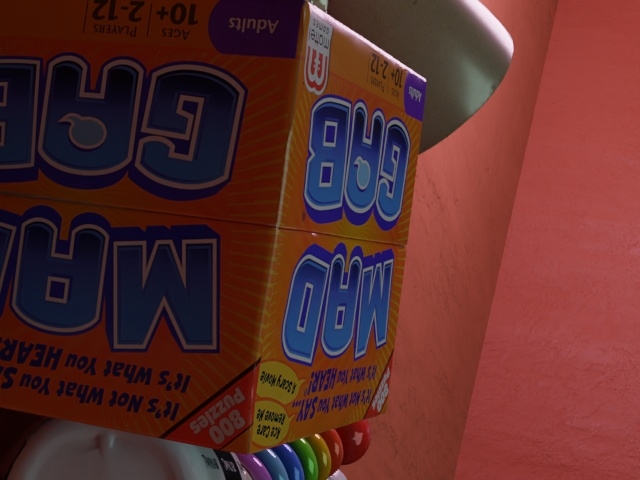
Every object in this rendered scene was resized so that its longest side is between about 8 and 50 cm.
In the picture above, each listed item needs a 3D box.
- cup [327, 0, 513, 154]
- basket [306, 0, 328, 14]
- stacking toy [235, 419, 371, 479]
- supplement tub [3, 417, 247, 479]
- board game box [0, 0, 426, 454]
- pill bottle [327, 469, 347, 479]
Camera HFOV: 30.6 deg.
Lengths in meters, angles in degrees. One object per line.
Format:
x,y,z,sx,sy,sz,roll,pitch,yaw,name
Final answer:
0.083,-0.297,1.732,0.237,0.331,0.331,50,45,-29,cup
-0.077,-0.313,1.422,0.167,0.103,0.113,1,97,-33,basket
-0.044,0.321,1.663,0.330,0.141,0.141,-16,113,-50,stacking toy
-0.188,0.281,1.238,0.338,0.207,0.207,65,36,-77,supplement tub
-0.134,-0.023,1.112,0.356,0.356,0.356,8,89,-69,board game box
-0.023,0.455,1.926,0.193,0.108,0.108,-48,141,-56,pill bottle
